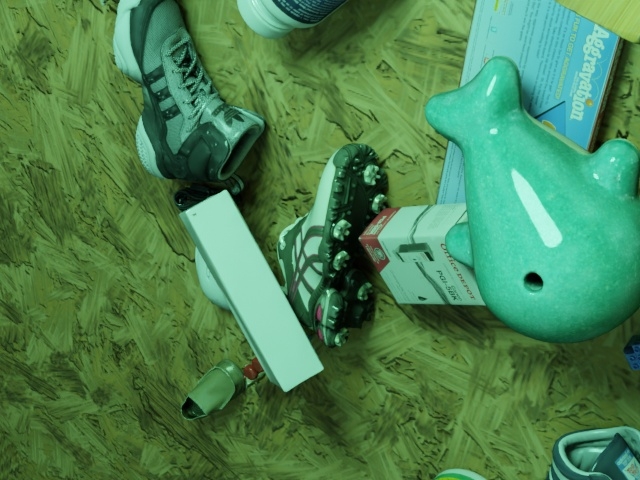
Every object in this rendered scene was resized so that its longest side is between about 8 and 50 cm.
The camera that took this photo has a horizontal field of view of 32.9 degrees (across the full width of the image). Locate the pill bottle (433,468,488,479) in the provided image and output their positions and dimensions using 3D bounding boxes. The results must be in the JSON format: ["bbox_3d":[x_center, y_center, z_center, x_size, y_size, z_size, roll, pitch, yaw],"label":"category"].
[{"bbox_3d":[0.136,0.380,1.301,0.117,0.208,0.118,20,128,28],"label":"pill bottle"}]

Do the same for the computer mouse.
[{"bbox_3d":[-0.135,0.018,1.405,0.106,0.042,0.193,10,123,33],"label":"computer mouse"}]

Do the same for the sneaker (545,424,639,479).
[{"bbox_3d":[0.363,0.298,1.145,0.282,0.099,0.153,20,130,32],"label":"sneaker"}]

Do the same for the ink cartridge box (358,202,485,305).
[{"bbox_3d":[0.122,0.016,1.160,0.135,0.056,0.099,-3,127,50],"label":"ink cartridge box"}]

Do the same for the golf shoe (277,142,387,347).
[{"bbox_3d":[0.000,0.000,1.244,0.120,0.105,0.273,30,133,28],"label":"golf shoe"}]

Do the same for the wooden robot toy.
[{"bbox_3d":[-0.073,0.126,1.410,0.079,0.076,0.173,55,137,12],"label":"wooden robot toy"}]

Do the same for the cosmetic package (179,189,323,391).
[{"bbox_3d":[-0.083,0.058,1.290,0.239,0.060,0.099,62,171,-6],"label":"cosmetic package"}]

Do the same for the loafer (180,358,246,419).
[{"bbox_3d":[-0.154,0.221,1.547,0.056,0.050,0.148,45,136,6],"label":"loafer"}]

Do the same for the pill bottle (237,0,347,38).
[{"bbox_3d":[-0.008,-0.270,1.077,0.169,0.094,0.094,-29,97,45],"label":"pill bottle"}]

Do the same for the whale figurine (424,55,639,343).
[{"bbox_3d":[0.191,-0.029,0.994,0.216,0.141,0.272,-28,95,37],"label":"whale figurine"}]

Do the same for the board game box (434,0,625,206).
[{"bbox_3d":[0.200,-0.119,1.055,0.145,0.027,0.281,27,131,25],"label":"board game box"}]

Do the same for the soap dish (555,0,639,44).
[{"bbox_3d":[0.327,-0.244,0.727,0.291,0.229,0.118,119,145,-44],"label":"soap dish"}]

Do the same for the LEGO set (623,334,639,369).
[{"bbox_3d":[0.341,0.092,1.031,0.227,0.093,0.087,-15,107,43],"label":"LEGO set"}]

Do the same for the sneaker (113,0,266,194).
[{"bbox_3d":[-0.143,-0.174,1.250,0.153,0.101,0.269,21,134,27],"label":"sneaker"}]

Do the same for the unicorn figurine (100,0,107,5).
[{"bbox_3d":[-0.225,-0.355,1.223,0.111,0.060,0.162,-4,109,31],"label":"unicorn figurine"}]
